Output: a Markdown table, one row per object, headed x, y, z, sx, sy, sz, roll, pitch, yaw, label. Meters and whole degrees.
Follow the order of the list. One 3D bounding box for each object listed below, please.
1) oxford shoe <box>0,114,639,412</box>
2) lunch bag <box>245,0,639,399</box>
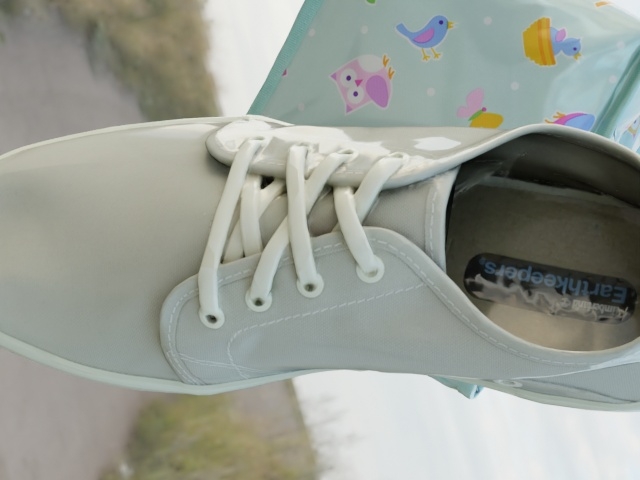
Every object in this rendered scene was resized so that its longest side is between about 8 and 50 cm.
| x | y | z | sx | sy | sz | roll | pitch | yaw | label |
| --- | --- | --- | --- | --- | --- | --- | --- | --- | --- |
| 0.000 | 0.000 | 0.874 | 0.130 | 0.449 | 0.169 | 64 | 34 | -67 | oxford shoe |
| 0.073 | -0.058 | 1.044 | 0.223 | 0.262 | 0.160 | 32 | 7 | 14 | lunch bag |
